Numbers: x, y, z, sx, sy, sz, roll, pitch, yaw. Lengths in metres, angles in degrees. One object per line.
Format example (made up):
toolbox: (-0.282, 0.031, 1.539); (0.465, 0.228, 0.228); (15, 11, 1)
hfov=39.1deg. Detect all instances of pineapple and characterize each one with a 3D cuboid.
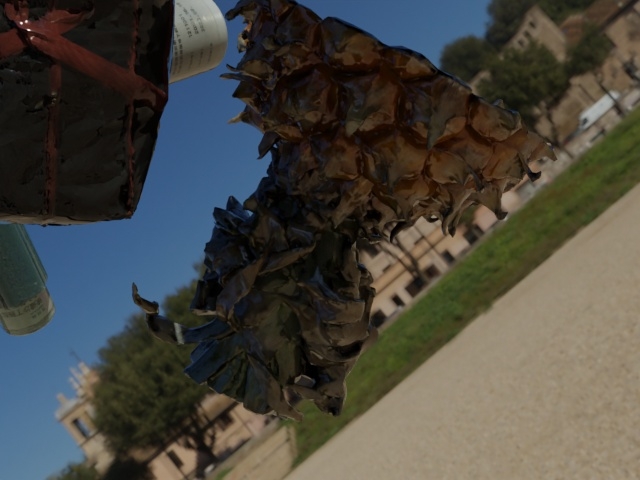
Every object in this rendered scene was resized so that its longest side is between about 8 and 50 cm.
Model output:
pineapple: (0.000, 0.000, 0.648); (0.272, 0.262, 0.262); (-63, -10, 5)

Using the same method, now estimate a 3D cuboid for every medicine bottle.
medicine bottle: (-0.155, -0.182, 0.835); (0.130, 0.080, 0.080); (-32, -11, -45)
medicine bottle: (-0.354, -0.019, 0.934); (0.079, 0.124, 0.258); (-35, -49, -27)

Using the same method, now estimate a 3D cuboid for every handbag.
handbag: (-0.158, -0.123, 0.491); (0.155, 0.216, 0.169); (-5, 17, -25)
